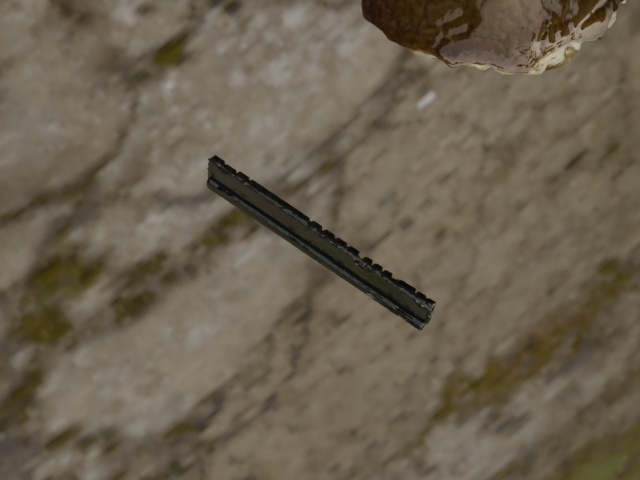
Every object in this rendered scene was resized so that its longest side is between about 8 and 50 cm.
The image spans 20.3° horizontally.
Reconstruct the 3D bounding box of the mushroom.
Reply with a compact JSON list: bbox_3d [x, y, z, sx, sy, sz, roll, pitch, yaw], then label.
[{"bbox_3d":[0.177,-0.194,1.411,0.208,0.233,0.302,-17,145,41],"label":"mushroom"}]

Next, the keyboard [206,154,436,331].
[{"bbox_3d":[0.000,0.000,1.292,0.018,0.195,0.060,-55,175,-14],"label":"keyboard"}]
